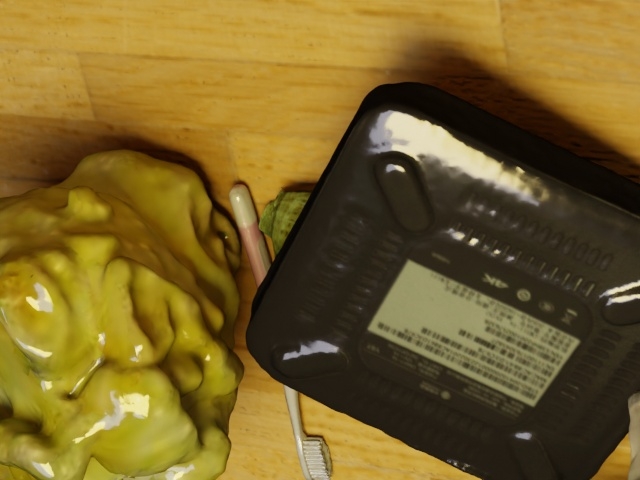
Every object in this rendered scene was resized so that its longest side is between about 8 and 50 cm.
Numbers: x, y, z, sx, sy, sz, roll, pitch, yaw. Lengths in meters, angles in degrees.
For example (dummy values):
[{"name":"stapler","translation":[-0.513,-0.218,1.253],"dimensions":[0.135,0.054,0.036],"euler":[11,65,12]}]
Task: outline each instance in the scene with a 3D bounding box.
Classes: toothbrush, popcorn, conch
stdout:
[{"name":"toothbrush","translation":[-0.031,0.081,1.577],"dimensions":[0.025,0.020,0.286],"euler":[-2,120,23]},{"name":"popcorn","translation":[-0.187,0.096,1.500],"dimensions":[0.312,0.312,0.312],"euler":[17,128,23]},{"name":"conch","translation":[0.000,0.000,1.482],"dimensions":[0.121,0.074,0.089],"euler":[36,121,36]}]

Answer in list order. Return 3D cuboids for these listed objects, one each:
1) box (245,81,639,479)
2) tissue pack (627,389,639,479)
[{"name":"box","translation":[0.116,0.044,1.387],"dimensions":[0.290,0.073,0.289],"euler":[26,130,-5]},{"name":"tissue pack","translation":[0.418,0.100,1.165],"dimensions":[0.288,0.124,0.394],"euler":[25,138,-23]}]
